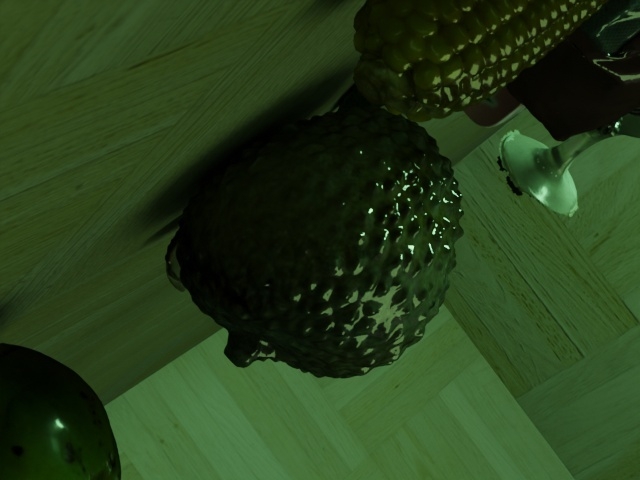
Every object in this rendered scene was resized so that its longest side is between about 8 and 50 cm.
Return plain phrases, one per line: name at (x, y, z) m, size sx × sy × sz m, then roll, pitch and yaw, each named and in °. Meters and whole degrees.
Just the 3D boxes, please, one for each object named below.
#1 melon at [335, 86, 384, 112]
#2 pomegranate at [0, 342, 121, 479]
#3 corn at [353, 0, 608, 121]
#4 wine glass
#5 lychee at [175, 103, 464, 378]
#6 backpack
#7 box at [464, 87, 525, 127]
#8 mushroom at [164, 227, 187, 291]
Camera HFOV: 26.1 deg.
melon at (0.092, -0.182, 1.353) m, size 0.261 × 0.053 × 0.114 m, roll -34°, pitch -163°, yaw 34°
pomegranate at (-0.315, 0.203, 1.183) m, size 0.301 × 0.236 × 0.236 m, roll 0°, pitch -163°, yaw 30°
corn at (0.166, -0.211, 0.972) m, size 0.363 × 0.120 × 0.120 m, roll -39°, pitch 177°, yaw -17°
wine glass at (0.369, -0.165, 1.707) m, size 0.321 × 0.143 × 0.143 m, roll -43°, pitch 173°, yaw 39°
lychee at (0.000, 0.000, 1.260) m, size 0.274 × 0.255 × 0.255 m, roll -60°, pitch 179°, yaw -6°
backpack at (0.336, -0.254, 1.351) m, size 0.317 × 0.197 × 0.283 m, roll -39°, pitch 170°, yaw -10°
box at (0.285, -0.252, 1.682) m, size 0.190 × 0.112 × 0.369 m, roll -38°, pitch 178°, yaw 26°
mushroom at (-0.073, -0.024, 1.413) m, size 0.209 × 0.072 × 0.094 m, roll -33°, pitch 174°, yaw -8°
